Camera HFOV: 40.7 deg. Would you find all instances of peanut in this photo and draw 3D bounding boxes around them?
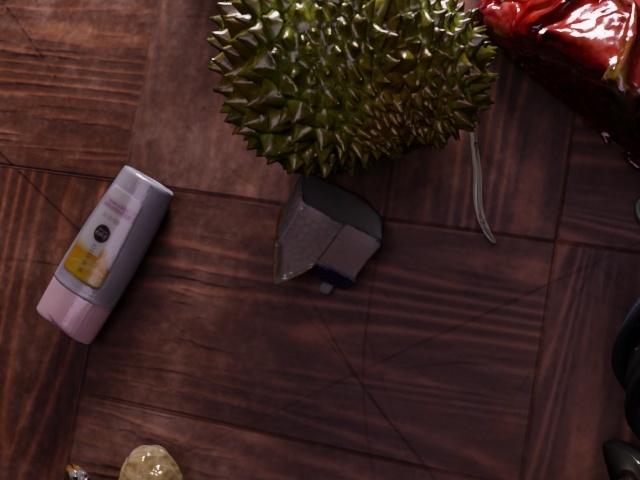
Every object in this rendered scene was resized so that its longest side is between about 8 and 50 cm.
[{"bbox_3d":[-0.172,0.304,0.910,0.080,0.080,0.174,-20,77,11],"label":"peanut"}]

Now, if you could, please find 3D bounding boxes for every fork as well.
[{"bbox_3d":[0.163,-0.104,0.902,0.028,0.034,0.219,-13,79,22],"label":"fork"}]

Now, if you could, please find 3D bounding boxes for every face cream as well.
[{"bbox_3d":[-0.244,0.014,0.982,0.084,0.057,0.198,30,90,18],"label":"face cream"}]

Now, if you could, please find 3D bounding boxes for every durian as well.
[{"bbox_3d":[0.018,-0.168,0.831,0.291,0.291,0.225,26,99,17],"label":"durian"}]

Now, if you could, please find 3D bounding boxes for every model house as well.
[{"bbox_3d":[0.000,0.000,0.912,0.100,0.088,0.100,25,116,-14],"label":"model house"}]

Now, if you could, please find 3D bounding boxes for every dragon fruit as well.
[{"bbox_3d":[0.275,-0.176,0.819,0.330,0.302,0.240,25,118,35],"label":"dragon fruit"}]

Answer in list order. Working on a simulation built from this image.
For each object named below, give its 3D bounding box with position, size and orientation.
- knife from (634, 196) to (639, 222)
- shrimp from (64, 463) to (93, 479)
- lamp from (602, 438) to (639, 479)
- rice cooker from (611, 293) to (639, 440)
[{"bbox_3d":[0.403,-0.077,0.843,0.212,0.015,0.054,-30,68,10],"label":"knife"},{"bbox_3d":[-0.226,0.305,0.887,0.049,0.166,0.161,-17,54,-23],"label":"shrimp"},{"bbox_3d":[0.191,0.310,0.792,0.283,0.124,0.203,-18,88,15],"label":"lamp"},{"bbox_3d":[0.382,0.079,0.693,0.267,0.267,0.224,26,61,17],"label":"rice cooker"}]
